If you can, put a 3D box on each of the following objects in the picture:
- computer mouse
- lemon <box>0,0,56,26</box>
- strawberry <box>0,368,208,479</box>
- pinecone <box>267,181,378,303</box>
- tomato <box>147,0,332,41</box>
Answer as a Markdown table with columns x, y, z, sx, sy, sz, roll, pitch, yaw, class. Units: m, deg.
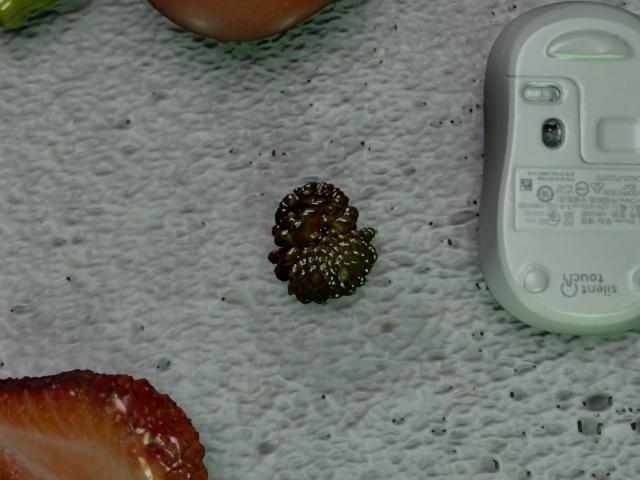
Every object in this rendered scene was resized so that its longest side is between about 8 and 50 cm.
| x | y | z | sx | sy | sz | roll | pitch | yaw | class |
| --- | --- | --- | --- | --- | --- | --- | --- | --- | --- |
| 0.225 | -0.063 | 1.490 | 0.184 | 0.121 | 0.296 | -3 | 87 | -6 | computer mouse |
| -0.279 | -0.317 | 1.568 | 0.184 | 0.184 | 0.248 | 3 | 84 | 5 | lemon |
| -0.189 | 0.178 | 1.455 | 0.236 | 0.107 | 0.175 | 45 | 117 | 16 | strawberry |
| 0.003 | -0.002 | 1.499 | 0.102 | 0.102 | 0.109 | -2 | 62 | 3 | pinecone |
| -0.070 | -0.305 | 1.522 | 0.256 | 0.224 | 0.255 | 5 | 67 | -13 | tomato |
